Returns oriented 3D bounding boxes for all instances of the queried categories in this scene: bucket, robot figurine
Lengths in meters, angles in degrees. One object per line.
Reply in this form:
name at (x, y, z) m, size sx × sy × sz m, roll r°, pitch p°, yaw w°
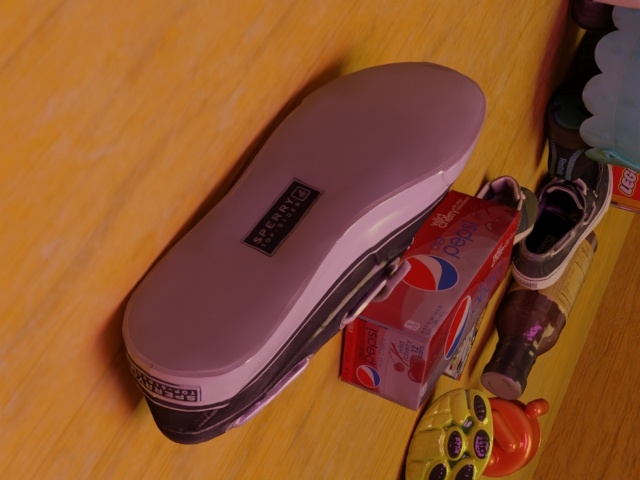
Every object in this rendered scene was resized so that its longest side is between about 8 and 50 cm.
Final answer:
bucket at (0.503, -0.211, 1.217) m, size 0.281 × 0.183 × 0.281 m, roll -30°, pitch 132°, yaw -40°
robot figurine at (0.294, 0.322, 1.467) m, size 0.219 × 0.128 × 0.158 m, roll 21°, pitch 85°, yaw -67°

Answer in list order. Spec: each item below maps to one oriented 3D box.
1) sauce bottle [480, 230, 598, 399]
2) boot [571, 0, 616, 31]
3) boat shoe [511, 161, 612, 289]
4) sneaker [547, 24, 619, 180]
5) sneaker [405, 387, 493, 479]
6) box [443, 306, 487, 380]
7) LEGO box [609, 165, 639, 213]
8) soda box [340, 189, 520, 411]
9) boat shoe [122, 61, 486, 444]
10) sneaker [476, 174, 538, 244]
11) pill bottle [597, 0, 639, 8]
sauce bottle at (0.358, 0.108, 1.474) m, size 0.344 × 0.111 × 0.111 m, roll -54°, pitch 152°, yaw -32°
boot at (0.414, -0.466, 1.176) m, size 0.338 × 0.118 × 0.223 m, roll -58°, pitch 159°, yaw -4°
boat shoe at (0.399, -0.059, 1.453) m, size 0.301 × 0.108 × 0.102 m, roll -50°, pitch 152°, yaw -27°
sneaker at (0.449, -0.235, 1.420) m, size 0.341 × 0.125 × 0.139 m, roll -45°, pitch 151°, yaw -29°
sneaker at (0.158, 0.336, 1.226) m, size 0.123 × 0.109 × 0.295 m, roll -78°, pitch -178°, yaw -82°
box at (0.190, 0.116, 1.191) m, size 0.137 × 0.027 × 0.094 m, roll -68°, pitch 156°, yaw -8°
LEGO box at (0.677, -0.274, 1.567) m, size 0.193 × 0.372 × 0.500 m, roll -10°, pitch 117°, yaw -65°
soda box at (0.117, 0.049, 0.894) m, size 0.263 × 0.083 × 0.092 m, roll -44°, pitch 146°, yaw -49°
boat shoe at (0.003, 0.002, 0.561) m, size 0.306 × 0.113 × 0.105 m, roll -52°, pitch 158°, yaw -33°
sneaker at (0.237, -0.045, 1.123) m, size 0.192 × 0.064 × 0.086 m, roll -38°, pitch 146°, yaw -49°
pill bottle at (0.347, -0.446, 0.858) m, size 0.224 × 0.224 × 0.392 m, roll 16°, pitch 92°, yaw -68°
